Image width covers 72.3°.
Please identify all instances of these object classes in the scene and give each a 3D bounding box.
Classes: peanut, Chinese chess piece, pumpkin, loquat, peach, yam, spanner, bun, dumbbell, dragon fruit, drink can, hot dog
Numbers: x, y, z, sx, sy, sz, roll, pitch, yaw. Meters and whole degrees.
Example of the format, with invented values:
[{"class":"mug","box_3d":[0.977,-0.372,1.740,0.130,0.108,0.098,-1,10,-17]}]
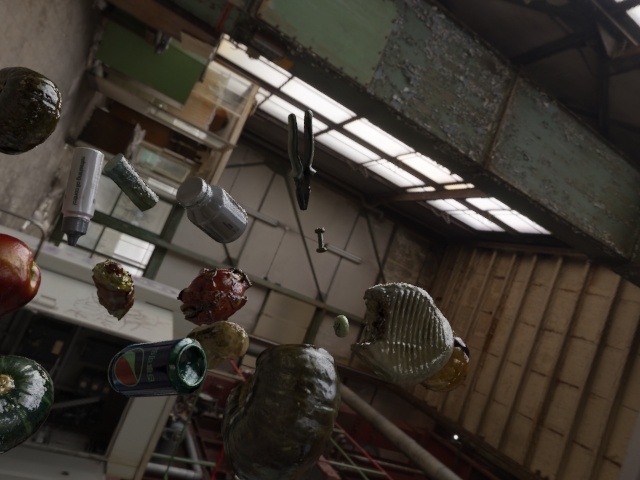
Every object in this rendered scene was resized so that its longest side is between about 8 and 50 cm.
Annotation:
[{"class":"peanut","box_3d":[-0.270,0.274,1.146,0.236,0.110,0.120,-14,-151,41]},{"class":"Chinese chess piece","box_3d":[0.079,0.328,1.672,0.084,0.034,0.084,178,-90,-70]},{"class":"pumpkin","box_3d":[-0.728,-0.310,1.068,0.219,0.162,0.218,-7,-108,24]},{"class":"loquat","box_3d":[0.426,0.427,1.589,0.235,0.235,0.235,-47,-151,37]},{"class":"peach","box_3d":[-0.892,0.096,1.171,0.243,0.243,0.199,-64,-156,3]},{"class":"yam","box_3d":[-0.533,-0.158,1.238,0.068,0.169,0.068,-20,-144,15]},{"class":"spanner","box_3d":[-0.060,-0.243,1.385,0.040,0.096,0.324,31,-47,43]},{"class":"bun","box_3d":[0.215,0.257,1.183,0.205,0.282,0.281,113,-8,-67]},{"class":"dumbbell","box_3d":[0.000,0.000,2.091,0.046,0.052,0.117,122,-37,-73]},{"class":"dragon fruit","box_3d":[-0.449,0.232,1.864,0.315,0.250,0.250,-53,-163,-26]},{"class":"drink can","box_3d":[-0.351,0.276,0.943,0.205,0.118,0.118,-14,-130,26]},{"class":"hot dog","box_3d":[-0.627,0.149,1.350,0.103,0.146,0.213,-35,155,-40]},{"class":"pumpkin","box_3d":[-0.545,0.275,0.735,0.125,0.167,0.167,-49,-153,22]},{"class":"pumpkin","box_3d":[-0.072,0.393,0.907,0.232,0.242,0.325,-95,-152,-47]}]

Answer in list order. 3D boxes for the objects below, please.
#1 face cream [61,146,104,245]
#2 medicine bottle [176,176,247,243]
[{"class":"face cream","box_3d":[-0.760,-0.135,1.387,0.092,0.092,0.311,-14,-112,61]},{"class":"medicine bottle","box_3d":[-0.322,-0.092,1.295,0.135,0.215,0.135,-12,-122,19]}]
